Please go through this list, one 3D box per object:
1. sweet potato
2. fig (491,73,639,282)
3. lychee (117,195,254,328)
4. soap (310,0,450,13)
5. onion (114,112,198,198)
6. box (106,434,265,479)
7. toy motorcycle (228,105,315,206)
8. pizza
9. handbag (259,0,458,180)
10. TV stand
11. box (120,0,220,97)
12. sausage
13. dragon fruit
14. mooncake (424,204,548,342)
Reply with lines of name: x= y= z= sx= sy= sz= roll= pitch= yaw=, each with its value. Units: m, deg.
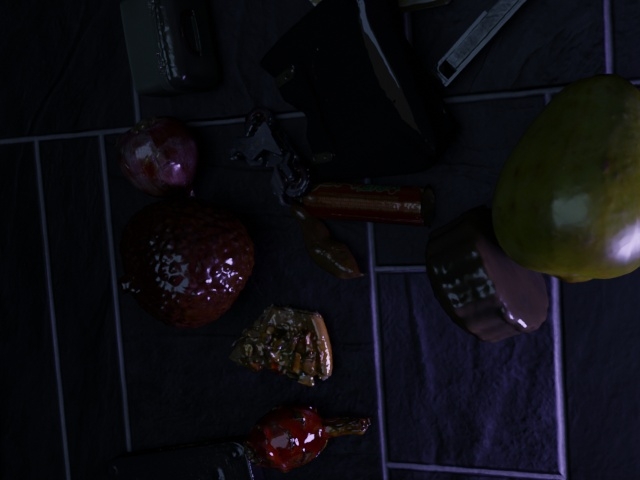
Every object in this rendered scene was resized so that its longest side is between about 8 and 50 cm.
sweet potato: x=-0.002 y=0.006 z=1.591 sx=0.226 sy=0.068 sz=0.068 roll=47 pitch=111 yaw=20
fig: x=0.410 y=-0.096 z=1.311 sx=0.258 sy=0.258 sz=0.326 roll=16 pitch=89 yaw=20
lychee: x=-0.254 y=0.041 z=1.605 sx=0.260 sy=0.260 sz=0.260 roll=3 pitch=97 yaw=22
soap: x=0.089 y=-0.472 z=1.487 sx=0.257 sy=0.080 sz=0.160 roll=-6 pitch=95 yaw=22
onion: x=-0.302 y=-0.147 z=1.659 sx=0.159 sy=0.159 sz=0.195 roll=-17 pitch=119 yaw=23
box: x=-0.274 y=0.526 z=1.763 sx=0.350 sy=0.058 sz=0.211 roll=-15 pitch=91 yaw=23
toy motorcycle: x=-0.099 y=-0.150 z=1.588 sx=0.122 sy=0.080 sz=0.215 roll=-43 pitch=62 yaw=20
pizza: x=-0.080 y=0.198 z=1.641 sx=0.226 sy=0.069 sz=0.147 roll=10 pitch=102 yaw=21
handbag: x=0.056 y=-0.256 z=1.482 sx=0.288 sy=0.152 sz=0.342 roll=-16 pitch=104 yaw=37
TV stand: x=0.290 y=-0.365 z=1.435 sx=0.040 sy=0.049 sz=0.256 roll=47 pitch=110 yaw=10
box: x=-0.286 y=-0.377 z=1.618 sx=0.129 sy=0.148 sz=0.210 roll=-9 pitch=91 yaw=31
sausage: x=0.072 y=-0.068 z=1.542 sx=0.264 sy=0.083 sz=0.083 roll=5 pitch=98 yaw=22
dragon fruit: x=-0.023 y=0.366 z=1.614 sx=0.246 sy=0.125 sz=0.125 roll=-15 pitch=123 yaw=9
mooncake: x=0.268 y=0.062 z=1.403 sx=0.124 sy=0.228 sz=0.228 roll=-30 pitch=85 yaw=30
